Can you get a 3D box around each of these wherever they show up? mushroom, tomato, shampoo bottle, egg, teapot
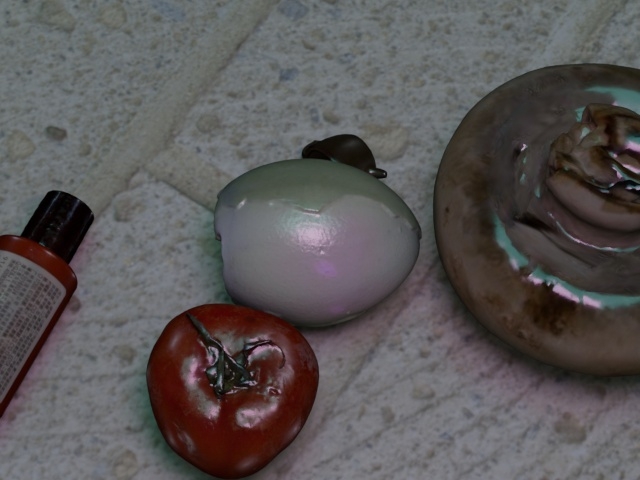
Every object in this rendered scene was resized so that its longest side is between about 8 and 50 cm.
[{"bbox_3d":[0.300,-0.041,1.729,0.362,0.294,0.362,1,62,-1],"label":"mushroom"},{"bbox_3d":[-0.097,0.156,1.681,0.187,0.151,0.187,4,67,-8],"label":"tomato"},{"bbox_3d":[-0.329,0.069,1.737,0.104,0.104,0.278,23,63,8],"label":"shampoo bottle"},{"bbox_3d":[0.000,0.000,1.748,0.217,0.183,0.183,-7,63,3],"label":"egg"},{"bbox_3d":[0.025,-0.089,1.865,0.068,0.076,0.121,-29,38,-28],"label":"teapot"}]
